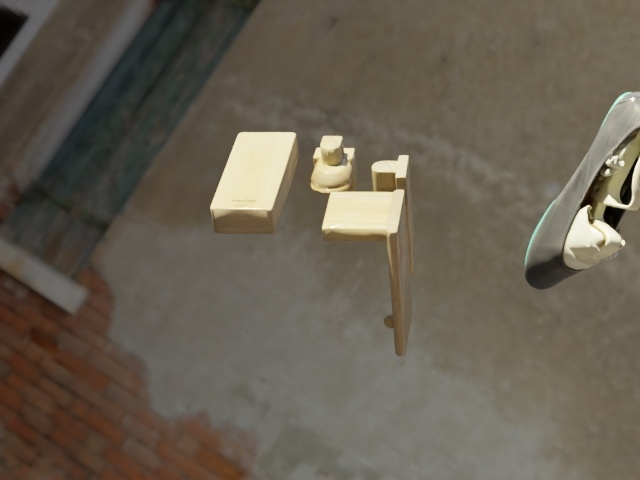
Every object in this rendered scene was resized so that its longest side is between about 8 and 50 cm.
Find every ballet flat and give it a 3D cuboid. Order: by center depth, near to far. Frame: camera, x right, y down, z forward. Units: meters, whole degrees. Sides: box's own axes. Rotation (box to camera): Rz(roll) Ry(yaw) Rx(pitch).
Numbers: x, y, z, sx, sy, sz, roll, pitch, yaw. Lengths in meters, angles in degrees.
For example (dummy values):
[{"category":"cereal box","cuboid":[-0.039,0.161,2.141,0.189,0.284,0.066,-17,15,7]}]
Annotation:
[{"category":"ballet flat","cuboid":[0.245,-0.032,1.267,0.074,0.203,0.074,24,18,-9]}]

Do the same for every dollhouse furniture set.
[{"category":"dollhouse furniture set","cuboid":[0.000,0.000,1.193,0.151,0.144,0.123,1,-54,11]}]
